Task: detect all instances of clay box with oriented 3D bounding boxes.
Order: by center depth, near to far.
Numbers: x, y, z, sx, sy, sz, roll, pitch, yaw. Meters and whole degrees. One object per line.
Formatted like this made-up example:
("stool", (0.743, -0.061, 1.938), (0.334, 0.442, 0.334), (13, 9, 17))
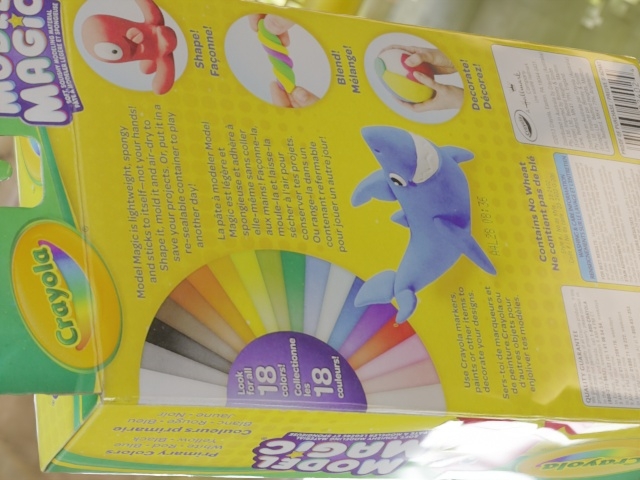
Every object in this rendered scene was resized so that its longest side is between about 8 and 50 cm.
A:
("clay box", (0.000, 0.000, 0.509), (0.222, 0.053, 0.127), (5, -120, -25))
